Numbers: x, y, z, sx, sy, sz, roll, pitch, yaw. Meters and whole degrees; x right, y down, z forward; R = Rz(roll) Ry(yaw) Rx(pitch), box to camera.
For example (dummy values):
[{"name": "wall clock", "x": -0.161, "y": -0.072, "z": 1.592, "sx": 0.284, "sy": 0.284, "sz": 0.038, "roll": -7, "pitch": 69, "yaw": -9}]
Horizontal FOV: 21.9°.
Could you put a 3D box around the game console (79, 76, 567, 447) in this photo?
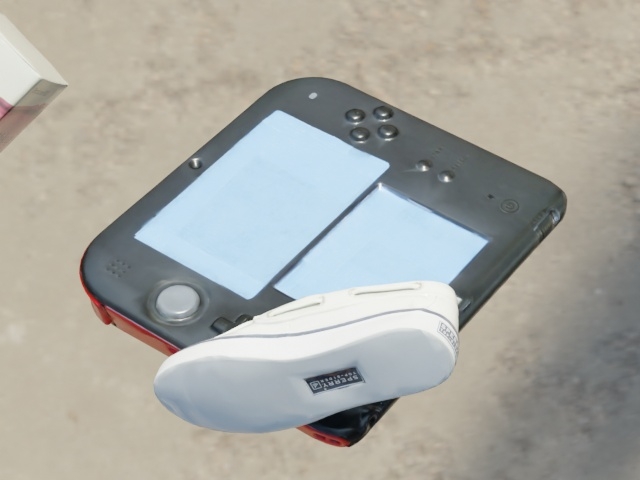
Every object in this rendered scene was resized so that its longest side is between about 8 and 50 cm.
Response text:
[{"name": "game console", "x": 0.000, "y": 0.000, "z": 1.592, "sx": 0.342, "sy": 0.386, "sz": 0.060, "roll": 25, "pitch": 141, "yaw": 29}]

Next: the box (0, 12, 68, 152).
[{"name": "box", "x": -0.429, "y": -0.150, "z": 1.932, "sx": 0.232, "sy": 0.148, "sz": 0.127, "roll": -44, "pitch": 89, "yaw": 5}]

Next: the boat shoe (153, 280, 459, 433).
[{"name": "boat shoe", "x": -0.011, "y": 0.088, "z": 1.382, "sx": 0.268, "sy": 0.088, "sz": 0.096, "roll": -17, "pitch": 123, "yaw": 24}]
